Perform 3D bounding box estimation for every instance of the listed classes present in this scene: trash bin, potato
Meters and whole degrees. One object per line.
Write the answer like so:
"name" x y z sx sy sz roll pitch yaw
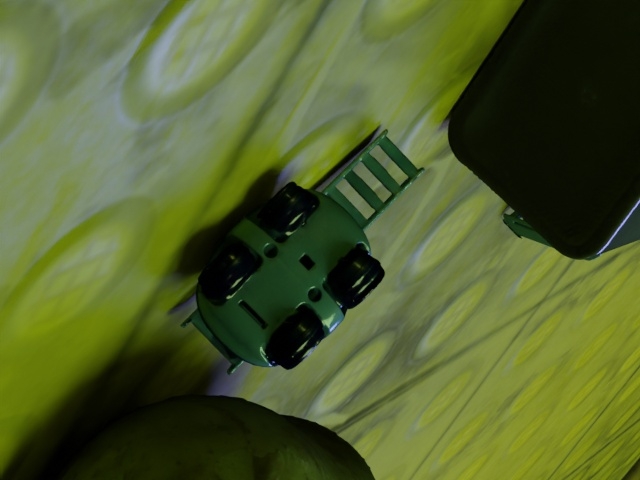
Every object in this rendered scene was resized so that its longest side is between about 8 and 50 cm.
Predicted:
"trash bin" 0.195 -0.097 1.024 0.240 0.122 0.164 -20 149 -53
"potato" -0.053 0.145 0.939 0.169 0.144 0.248 -10 176 14

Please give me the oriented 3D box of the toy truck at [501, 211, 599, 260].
"toy truck" 0.152 -0.023 1.190 0.056 0.073 0.090 -35 174 -34

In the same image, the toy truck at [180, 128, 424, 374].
"toy truck" 0.000 0.000 0.869 0.136 0.063 0.074 -44 -176 -16
